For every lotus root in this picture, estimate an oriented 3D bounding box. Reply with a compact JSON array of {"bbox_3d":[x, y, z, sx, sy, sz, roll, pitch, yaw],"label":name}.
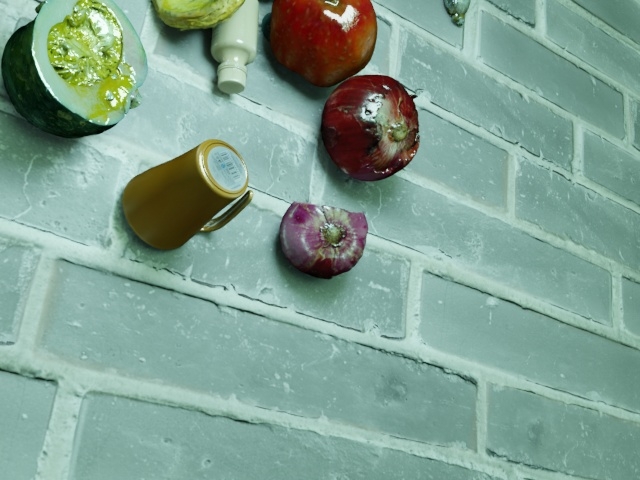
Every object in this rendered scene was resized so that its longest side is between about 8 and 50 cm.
[{"bbox_3d":[0.437,-0.770,2.397,0.088,0.088,0.165,5,82,-33],"label":"lotus root"}]

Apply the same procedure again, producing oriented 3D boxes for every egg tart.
[{"bbox_3d":[-0.260,-0.611,1.761,0.123,0.294,0.293,17,62,-59],"label":"egg tart"}]

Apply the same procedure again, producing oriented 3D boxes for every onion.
[{"bbox_3d":[0.006,0.001,1.788,0.207,0.201,0.200,16,66,-44],"label":"onion"},{"bbox_3d":[0.123,-0.288,1.923,0.276,0.276,0.276,12,68,-31],"label":"onion"}]

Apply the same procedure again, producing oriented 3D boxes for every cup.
[{"bbox_3d":[-0.264,-0.093,1.588,0.226,0.264,0.182,22,54,-40],"label":"cup"}]

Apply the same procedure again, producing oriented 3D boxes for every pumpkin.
[{"bbox_3d":[-0.512,-0.343,1.534,0.263,0.197,0.292,46,47,-28],"label":"pumpkin"}]

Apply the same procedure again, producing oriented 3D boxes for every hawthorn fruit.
[{"bbox_3d":[0.012,-0.550,1.863,0.287,0.330,0.287,3,72,-8],"label":"hawthorn fruit"}]

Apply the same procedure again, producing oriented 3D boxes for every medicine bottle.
[{"bbox_3d":[-0.210,-0.483,1.833,0.114,0.114,0.252,12,68,-31],"label":"medicine bottle"}]

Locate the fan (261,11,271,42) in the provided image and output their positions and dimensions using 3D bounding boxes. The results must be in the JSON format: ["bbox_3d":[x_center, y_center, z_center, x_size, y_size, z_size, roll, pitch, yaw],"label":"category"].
[{"bbox_3d":[-0.083,-0.539,2.006,0.175,0.005,0.113,37,57,-19],"label":"fan"}]
